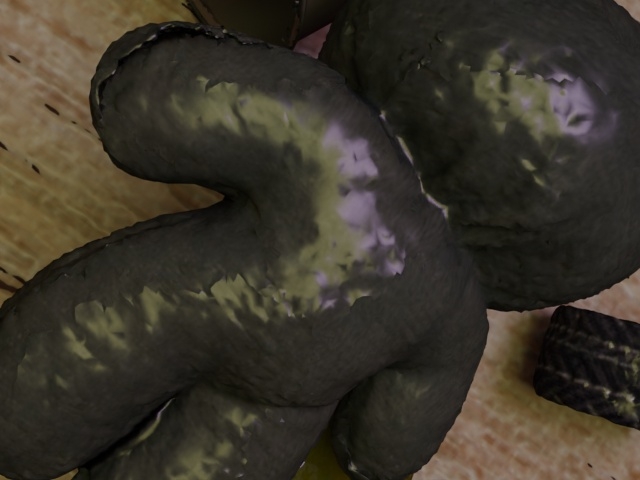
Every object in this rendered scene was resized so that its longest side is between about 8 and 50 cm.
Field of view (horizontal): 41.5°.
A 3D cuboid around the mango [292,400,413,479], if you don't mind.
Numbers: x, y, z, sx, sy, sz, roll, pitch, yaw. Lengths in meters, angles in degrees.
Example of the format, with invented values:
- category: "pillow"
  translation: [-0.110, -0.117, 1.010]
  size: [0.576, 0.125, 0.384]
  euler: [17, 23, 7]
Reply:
- category: "mango"
  translation: [-0.010, 0.124, 0.467]
  size: [0.191, 0.085, 0.122]
  euler: [-40, 92, -11]

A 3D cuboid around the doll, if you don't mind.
- category: "doll"
  translation: [0.000, -0.004, 0.384]
  size: [0.340, 0.158, 0.246]
  euler: [-39, 113, 2]

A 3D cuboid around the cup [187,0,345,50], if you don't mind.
- category: "cup"
  translation: [0.055, -0.237, 0.461]
  size: [0.289, 0.203, 0.203]
  euler: [-29, 93, -19]

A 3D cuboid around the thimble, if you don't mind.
- category: "thimble"
  translation: [0.187, 0.081, 0.508]
  size: [0.104, 0.095, 0.066]
  euler: [19, 85, -25]
